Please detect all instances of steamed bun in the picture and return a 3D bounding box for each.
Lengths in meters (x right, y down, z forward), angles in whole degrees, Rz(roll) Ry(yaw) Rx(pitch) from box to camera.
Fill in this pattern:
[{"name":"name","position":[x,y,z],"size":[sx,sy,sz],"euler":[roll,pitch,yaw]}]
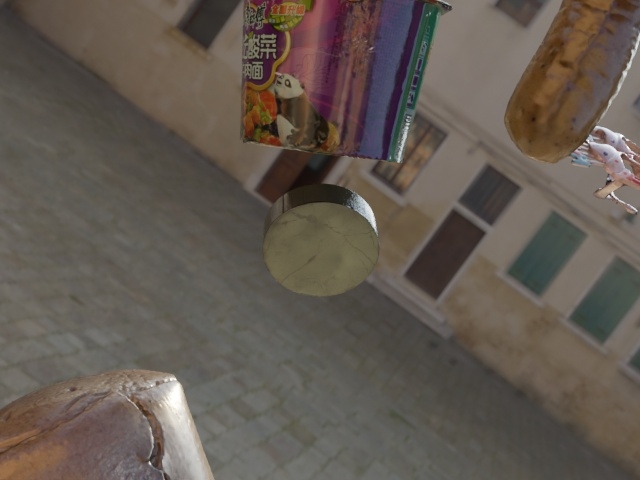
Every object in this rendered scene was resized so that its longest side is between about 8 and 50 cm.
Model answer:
[{"name":"steamed bun","position":[-0.237,0.281,1.239],"size":[0.199,0.251,0.301],"euler":[2,21,43]}]

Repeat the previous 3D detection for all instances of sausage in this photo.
[{"name":"sausage","position":[0.396,-0.334,1.585],"size":[0.136,0.500,0.123],"euler":[16,-10,47]}]

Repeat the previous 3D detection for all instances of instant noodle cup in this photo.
[{"name":"instant noodle cup","position":[0.016,-0.194,1.332],"size":[0.251,0.190,0.251],"euler":[8,5,-1]}]

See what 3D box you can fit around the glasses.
[{"name":"glasses","position":[0.410,-0.115,1.702],"size":[0.162,0.095,0.255],"euler":[35,22,1]}]

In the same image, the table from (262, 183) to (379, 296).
[{"name":"table","position":[0.000,0.000,1.318],"size":[0.133,0.133,0.043],"euler":[33,28,-23]}]
